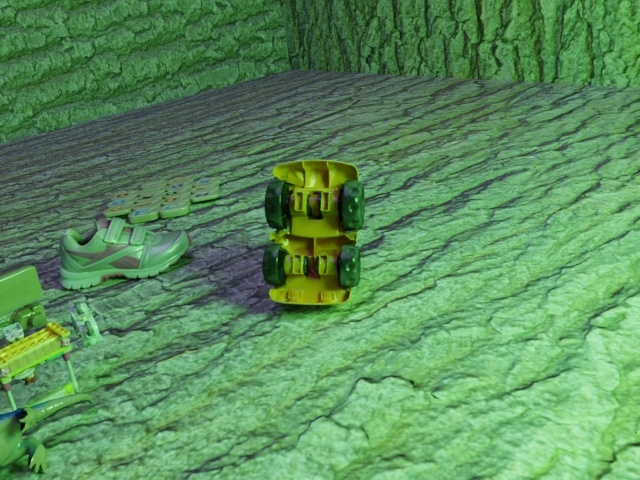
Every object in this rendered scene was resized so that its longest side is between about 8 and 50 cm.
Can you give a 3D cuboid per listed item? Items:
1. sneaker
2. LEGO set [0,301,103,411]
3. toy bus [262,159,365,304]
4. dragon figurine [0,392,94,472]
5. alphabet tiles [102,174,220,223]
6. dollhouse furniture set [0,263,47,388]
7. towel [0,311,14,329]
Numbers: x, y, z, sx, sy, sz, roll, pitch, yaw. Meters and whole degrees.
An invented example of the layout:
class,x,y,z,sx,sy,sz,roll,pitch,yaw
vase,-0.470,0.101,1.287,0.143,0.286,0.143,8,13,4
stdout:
class,x,y,z,sx,sy,sz,roll,pitch,yaw
sneaker,-0.372,0.010,1.277,0.252,0.111,0.103,-13,23,-10
LEGO set,-0.423,0.180,0.882,0.287,0.107,0.132,-16,26,-19
toy bus,0.000,0.000,1.112,0.149,0.220,0.211,1,-9,9
dragon figurine,-0.396,0.236,0.774,0.144,0.085,0.289,1,25,21
alphabet tiles,-0.385,-0.105,1.683,0.278,0.021,0.284,-10,22,-3
dollhouse furniture set,-0.492,0.123,1.001,0.123,0.151,0.144,11,28,40
towel,-0.596,0.143,1.153,0.148,0.027,0.110,-26,27,-36
